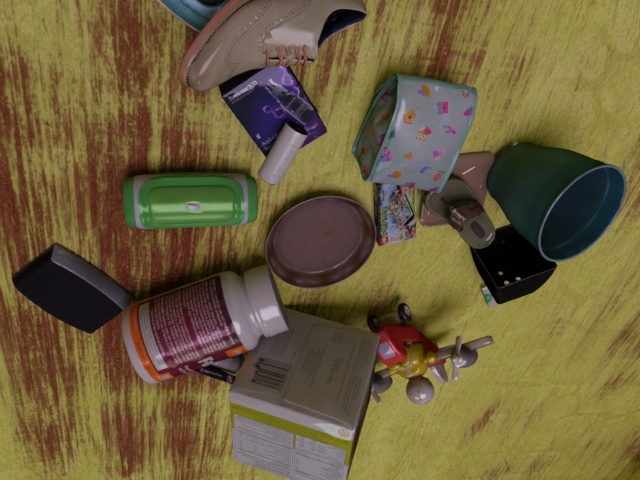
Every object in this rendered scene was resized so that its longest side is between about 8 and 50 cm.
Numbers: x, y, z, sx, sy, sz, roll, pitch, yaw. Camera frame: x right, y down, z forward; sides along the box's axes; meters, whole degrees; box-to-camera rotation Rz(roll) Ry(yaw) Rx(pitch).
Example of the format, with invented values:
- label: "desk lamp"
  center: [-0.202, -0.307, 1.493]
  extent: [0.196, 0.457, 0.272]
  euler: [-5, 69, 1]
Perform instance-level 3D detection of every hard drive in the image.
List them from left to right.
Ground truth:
- label: "hard drive"
  center: [-0.633, 0.136, 1.363]
  extent: [0.172, 0.054, 0.255]
  euler: [-34, 128, 10]

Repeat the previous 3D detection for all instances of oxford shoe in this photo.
- label: "oxford shoe"
  center: [-0.080, -0.383, 0.988]
  extent: [0.397, 0.140, 0.147]
  euler: [-39, 87, -12]

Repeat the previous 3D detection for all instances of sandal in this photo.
- label: "sandal"
  center: [0.399, -0.069, 1.449]
  extent: [0.302, 0.086, 0.120]
  euler: [36, 107, -31]

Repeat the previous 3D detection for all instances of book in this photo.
- label: "book"
  center: [0.613, 0.155, 1.771]
  extent: [0.144, 0.035, 0.096]
  euler: [-27, 125, 6]

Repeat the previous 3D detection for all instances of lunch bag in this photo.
- label: "lunch bag"
  center: [0.225, -0.264, 1.255]
  extent: [0.223, 0.160, 0.262]
  euler: [5, 130, -19]

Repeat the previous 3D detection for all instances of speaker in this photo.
- label: "speaker"
  center: [-0.301, -0.094, 1.245]
  extent: [0.296, 0.131, 0.131]
  euler: [-3, 127, -15]
- label: "speaker"
  center: [-0.081, -0.188, 1.145]
  extent: [0.055, 0.055, 0.136]
  euler: [19, 120, -28]

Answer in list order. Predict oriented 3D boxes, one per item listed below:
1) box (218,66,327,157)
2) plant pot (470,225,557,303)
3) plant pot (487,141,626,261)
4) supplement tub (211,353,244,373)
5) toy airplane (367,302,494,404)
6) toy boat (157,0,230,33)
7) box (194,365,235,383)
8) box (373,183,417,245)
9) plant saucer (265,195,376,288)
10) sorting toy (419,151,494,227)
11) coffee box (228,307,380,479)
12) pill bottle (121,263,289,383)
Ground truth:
- label: "box"
  center: [-0.104, -0.296, 1.162]
  extent: [0.153, 0.108, 0.207]
  euler: [-31, 129, 9]
- label: "plant pot"
  center: [0.575, 0.087, 1.619]
  extent: [0.188, 0.188, 0.167]
  euler: [-19, 141, -3]
- label: "plant pot"
  center: [0.591, -0.125, 1.391]
  extent: [0.271, 0.255, 0.272]
  euler: [-15, 127, -20]
- label: "supplement tub"
  center: [-0.293, 0.363, 1.627]
  extent: [0.107, 0.071, 0.071]
  euler: [30, 113, -33]
- label: "toy airplane"
  center: [0.315, 0.400, 1.705]
  extent: [0.384, 0.273, 0.386]
  euler: [3, 142, -7]
- label: "toy boat"
  center: [-0.181, -0.534, 0.934]
  extent: [0.318, 0.148, 0.267]
  euler: [-43, 126, 17]
- label: "box"
  center: [-0.352, 0.391, 1.609]
  extent: [0.162, 0.116, 0.029]
  euler: [29, 73, -33]
- label: "box"
  center: [0.206, -0.085, 1.461]
  extent: [0.114, 0.036, 0.207]
  euler: [-13, 129, -7]
- label: "plant saucer"
  center: [0.000, 0.000, 1.455]
  extent: [0.310, 0.050, 0.311]
  euler: [-8, 128, -10]
- label: "sorting toy"
  center: [0.374, -0.142, 1.473]
  extent: [0.192, 0.038, 0.208]
  euler: [-7, 123, -12]
- label: "coffee box"
  center: [-0.037, 0.453, 1.523]
  extent: [0.337, 0.338, 0.335]
  euler: [13, 128, 12]
- label: "pill bottle"
  center: [-0.297, 0.214, 1.415]
  extent: [0.391, 0.224, 0.224]
  euler: [-19, 129, -1]
